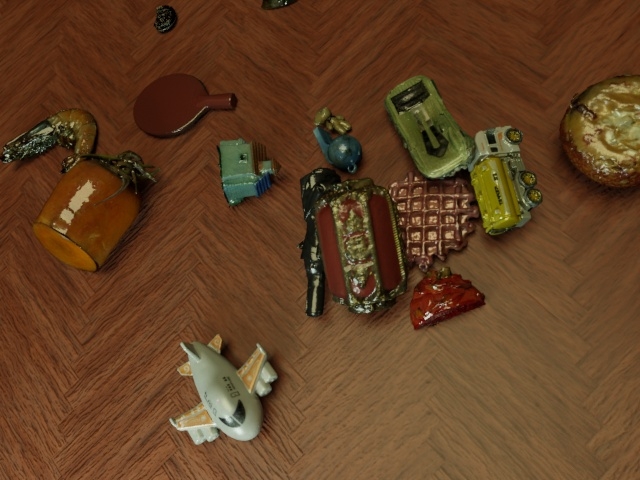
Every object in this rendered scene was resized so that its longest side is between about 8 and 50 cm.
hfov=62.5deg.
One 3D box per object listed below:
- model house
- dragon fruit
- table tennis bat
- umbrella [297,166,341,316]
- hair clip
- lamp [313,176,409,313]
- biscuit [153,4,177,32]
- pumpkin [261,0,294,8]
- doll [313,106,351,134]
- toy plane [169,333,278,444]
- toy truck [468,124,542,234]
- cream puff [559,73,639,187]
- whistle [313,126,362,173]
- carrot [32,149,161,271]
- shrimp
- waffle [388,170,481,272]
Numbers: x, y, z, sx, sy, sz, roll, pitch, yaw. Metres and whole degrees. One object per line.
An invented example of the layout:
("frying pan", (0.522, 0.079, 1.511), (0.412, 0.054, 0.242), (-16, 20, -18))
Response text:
("model house", (-0.166, -0.172, 1.282), (0.149, 0.119, 0.148), (-6, 67, 2))
("dragon fruit", (0.246, 0.105, 1.079), (0.162, 0.083, 0.106), (-22, 64, 9))
("table tennis bat", (-0.379, -0.376, 1.448), (0.310, 0.038, 0.200), (2, 71, 16))
("umbrella", (0.000, 0.000, 1.169), (0.118, 0.118, 0.340), (0, 70, 15))
("hair clip", (0.248, -0.243, 1.188), (0.138, 0.091, 0.321), (-31, 46, 18))
("lamp", (0.083, 0.009, 1.081), (0.177, 0.177, 0.273), (-12, 92, 11))
("biscuit", (-0.473, -0.668, 1.587), (0.089, 0.027, 0.087), (32, 80, 22))
("pumpkin", (-0.085, -0.795, 1.454), (0.111, 0.163, 0.278), (24, 79, 23))
("doll", (0.030, -0.293, 1.310), (0.093, 0.051, 0.061), (42, 58, 3))
("toy plane", (-0.209, 0.309, 1.106), (0.245, 0.117, 0.244), (-5, 68, 13))
("toy truck", (0.373, -0.126, 1.100), (0.114, 0.098, 0.226), (-5, 68, -8))
("cream puff", (0.605, -0.217, 1.056), (0.240, 0.164, 0.240), (-3, 83, 22))
("whistle", (0.050, -0.222, 1.249), (0.090, 0.090, 0.158), (-25, 65, 5))
("carrot", (-0.555, -0.092, 1.300), (0.193, 0.214, 0.331), (33, 77, -3))
("shrimp", (-0.768, -0.259, 1.499), (0.290, 0.054, 0.222), (-26, 65, -4))
("waffle", (0.230, -0.058, 1.154), (0.234, 0.055, 0.221), (-40, 66, -3))
